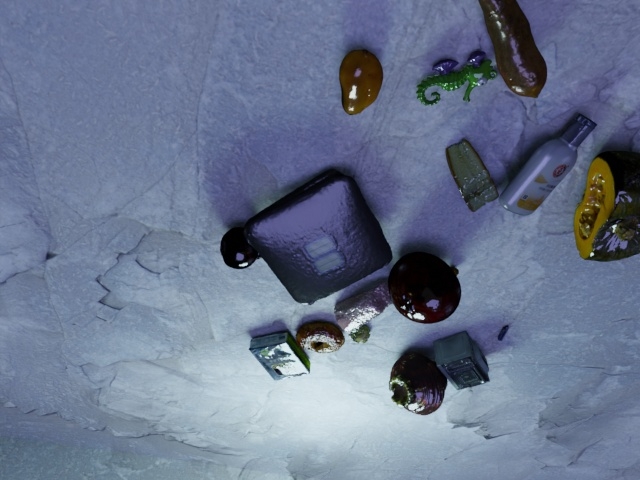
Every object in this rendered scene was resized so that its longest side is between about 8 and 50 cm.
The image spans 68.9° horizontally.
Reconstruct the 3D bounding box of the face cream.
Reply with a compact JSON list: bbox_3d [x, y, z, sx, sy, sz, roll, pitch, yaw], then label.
[{"bbox_3d":[0.603,-0.195,1.233,0.143,0.071,0.291,10,126,-34],"label":"face cream"}]

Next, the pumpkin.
[{"bbox_3d":[0.833,-0.078,1.233,0.232,0.242,0.325,1,137,13],"label":"pumpkin"}]

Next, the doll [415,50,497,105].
[{"bbox_3d":[0.321,-0.377,1.108,0.190,0.050,0.115,-10,124,13],"label":"doll"}]

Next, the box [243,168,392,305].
[{"bbox_3d":[0.000,0.000,1.381,0.359,0.091,0.350,-29,118,10],"label":"box"}]

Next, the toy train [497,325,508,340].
[{"bbox_3d":[0.694,0.350,1.772,0.017,0.017,0.083,9,132,4],"label":"toy train"}]

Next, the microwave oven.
[{"bbox_3d":[0.551,0.473,1.817,0.162,0.123,0.208,-24,127,23],"label":"microwave oven"}]

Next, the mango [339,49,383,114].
[{"bbox_3d":[0.093,-0.376,1.100,0.105,0.084,0.159,-11,153,-9],"label":"mango"}]

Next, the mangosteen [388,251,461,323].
[{"bbox_3d":[0.350,0.135,1.483,0.261,0.235,0.236,-29,142,-31],"label":"mangosteen"}]

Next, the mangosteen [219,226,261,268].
[{"bbox_3d":[-0.233,0.022,1.439,0.151,0.137,0.137,-3,137,-27],"label":"mangosteen"}]

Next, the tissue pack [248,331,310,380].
[{"bbox_3d":[-0.160,0.465,1.870,0.173,0.073,0.236,-15,130,16],"label":"tissue pack"}]

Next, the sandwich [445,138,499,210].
[{"bbox_3d":[0.422,-0.157,1.275,0.090,0.088,0.244,-26,126,19],"label":"sandwich"}]

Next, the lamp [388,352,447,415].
[{"bbox_3d":[0.376,0.566,1.834,0.246,0.247,0.247,1,132,1],"label":"lamp"}]

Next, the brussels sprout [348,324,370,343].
[{"bbox_3d":[0.149,0.361,1.779,0.085,0.058,0.085,12,130,14],"label":"brussels sprout"}]

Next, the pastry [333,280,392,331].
[{"bbox_3d":[0.151,0.234,1.626,0.103,0.112,0.265,41,121,-16],"label":"pastry"}]

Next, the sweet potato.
[{"bbox_3d":[0.414,-0.440,1.020,0.097,0.097,0.292,-27,119,24],"label":"sweet potato"}]

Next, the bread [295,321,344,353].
[{"bbox_3d":[-0.001,0.381,1.796,0.193,0.064,0.193,2,136,2],"label":"bread"}]
